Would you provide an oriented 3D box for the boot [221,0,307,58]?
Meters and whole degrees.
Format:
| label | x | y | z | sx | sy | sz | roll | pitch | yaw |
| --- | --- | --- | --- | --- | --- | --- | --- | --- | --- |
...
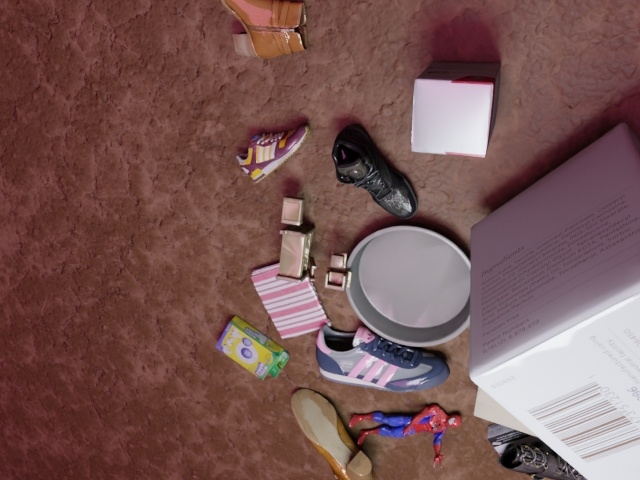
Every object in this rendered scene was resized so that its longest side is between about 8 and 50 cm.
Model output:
| label | x | y | z | sx | sy | sz | roll | pitch | yaw |
| --- | --- | --- | --- | --- | --- | --- | --- | --- | --- |
| boot | -0.105 | -0.452 | 1.112 | 0.152 | 0.073 | 0.197 | 4 | 127 | 21 |

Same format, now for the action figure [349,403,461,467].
| label | x | y | z | sx | sy | sz | roll | pitch | yaw |
| --- | --- | --- | --- | --- | --- | --- | --- | --- | --- |
| action figure | 0.201 | 0.471 | 1.396 | 0.280 | 0.139 | 0.091 | -17 | 108 | 25 |

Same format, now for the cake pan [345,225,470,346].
| label | x | y | z | sx | sy | sz | roll | pitch | yaw |
| --- | --- | --- | --- | --- | --- | --- | --- | --- | --- |
| cake pan | 0.199 | 0.094 | 1.260 | 0.293 | 0.054 | 0.293 | 9 | 117 | 18 |

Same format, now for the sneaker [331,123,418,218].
| label | x | y | z | sx | sy | sz | roll | pitch | yaw |
| --- | --- | --- | --- | --- | --- | --- | --- | --- | --- |
| sneaker | 0.102 | -0.119 | 1.154 | 0.087 | 0.130 | 0.227 | -32 | 102 | 32 |

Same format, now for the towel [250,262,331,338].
| label | x | y | z | sx | sy | sz | roll | pitch | yaw |
| --- | --- | --- | --- | --- | --- | --- | --- | --- | --- |
| towel | -0.070 | 0.142 | 1.407 | 0.144 | 0.029 | 0.197 | -17 | 107 | 25 |

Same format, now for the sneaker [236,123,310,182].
| label | x | y | z | sx | sy | sz | roll | pitch | yaw |
| --- | --- | --- | --- | --- | --- | --- | --- | --- | --- |
| sneaker | -0.105 | -0.201 | 1.230 | 0.185 | 0.069 | 0.084 | -36 | 102 | 30 |

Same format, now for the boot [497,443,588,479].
| label | x | y | z | sx | sy | sz | roll | pitch | yaw |
| --- | --- | --- | --- | --- | --- | --- | --- | --- | --- |
| boot | 0.519 | 0.478 | 1.211 | 0.229 | 0.091 | 0.263 | 17 | 149 | -4 |

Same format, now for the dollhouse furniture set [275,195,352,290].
| label | x | y | z | sx | sy | sz | roll | pitch | yaw |
| --- | --- | --- | --- | --- | --- | --- | --- | --- | --- |
| dollhouse furniture set | 0.000 | 0.000 | 1.268 | 0.161 | 0.101 | 0.182 | 10 | 103 | 12 |

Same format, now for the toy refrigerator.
| label | x | y | z | sx | sy | sz | roll | pitch | yaw |
| --- | --- | --- | --- | --- | --- | --- | --- | --- | --- |
| toy refrigerator | 0.471 | 0.359 | 1.211 | 0.269 | 0.102 | 0.094 | 12 | 102 | 28 |

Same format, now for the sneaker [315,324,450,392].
| label | x | y | z | sx | sy | sz | roll | pitch | yaw |
| --- | --- | --- | --- | --- | --- | --- | --- | --- | --- |
| sneaker | 0.134 | 0.264 | 1.333 | 0.319 | 0.112 | 0.131 | -1 | 116 | 21 |

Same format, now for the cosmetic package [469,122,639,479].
| label | x | y | z | sx | sy | sz | roll | pitch | yaw |
| --- | --- | --- | --- | --- | --- | --- | --- | --- | --- |
| cosmetic package | 0.460 | 0.098 | 0.903 | 0.329 | 0.394 | 0.327 | 40 | 125 | -15 |

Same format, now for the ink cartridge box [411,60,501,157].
| label | x | y | z | sx | sy | sz | roll | pitch | yaw |
| --- | --- | --- | --- | --- | --- | --- | --- | --- | --- |
| ink cartridge box | 0.241 | -0.236 | 1.015 | 0.128 | 0.176 | 0.127 | 8 | 119 | 19 |

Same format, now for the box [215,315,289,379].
| label | x | y | z | sx | sy | sz | roll | pitch | yaw |
| --- | --- | --- | --- | --- | --- | --- | --- | --- | --- |
| box | -0.177 | 0.288 | 1.509 | 0.179 | 0.043 | 0.105 | 33 | 122 | 2 |

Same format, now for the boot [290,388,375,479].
| label | x | y | z | sx | sy | sz | roll | pitch | yaw |
| --- | --- | --- | --- | --- | --- | --- | --- | --- | --- |
| boot | 0.026 | 0.542 | 1.516 | 0.295 | 0.104 | 0.211 | 43 | 152 | 28 |

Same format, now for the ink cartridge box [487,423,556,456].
| label | x | y | z | sx | sy | sz | roll | pitch | yaw |
| --- | --- | --- | --- | --- | --- | --- | --- | --- | --- |
| ink cartridge box | 0.495 | 0.440 | 1.312 | 0.207 | 0.046 | 0.097 | -32 | 101 | 30 |
